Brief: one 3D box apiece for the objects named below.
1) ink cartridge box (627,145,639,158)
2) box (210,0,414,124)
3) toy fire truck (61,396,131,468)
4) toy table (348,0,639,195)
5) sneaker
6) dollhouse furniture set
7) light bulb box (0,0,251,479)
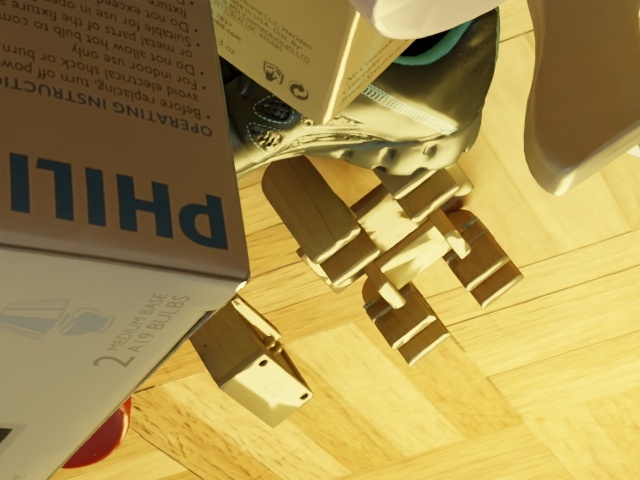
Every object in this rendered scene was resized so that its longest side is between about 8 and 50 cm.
[{"bbox_3d":[0.271,-0.170,1.043,0.171,0.168,0.232,17,140,-37],"label":"ink cartridge box"},{"bbox_3d":[0.022,-0.219,0.879,0.148,0.121,0.311,-46,166,-29],"label":"box"},{"bbox_3d":[-0.279,0.045,1.292,0.302,0.169,0.254,-16,125,10],"label":"toy fire truck"},{"bbox_3d":[0.164,-0.148,0.840,0.274,0.161,0.252,-38,161,-8],"label":"toy table"},{"bbox_3d":[-0.042,-0.110,1.114,0.340,0.125,0.140,-12,146,-22],"label":"sneaker"},{"bbox_3d":[0.000,0.000,1.334,0.242,0.161,0.212,-38,146,4],"label":"dollhouse furniture set"},{"bbox_3d":[-0.230,-0.061,0.891,0.225,0.361,0.358,10,145,-30],"label":"light bulb box"}]
